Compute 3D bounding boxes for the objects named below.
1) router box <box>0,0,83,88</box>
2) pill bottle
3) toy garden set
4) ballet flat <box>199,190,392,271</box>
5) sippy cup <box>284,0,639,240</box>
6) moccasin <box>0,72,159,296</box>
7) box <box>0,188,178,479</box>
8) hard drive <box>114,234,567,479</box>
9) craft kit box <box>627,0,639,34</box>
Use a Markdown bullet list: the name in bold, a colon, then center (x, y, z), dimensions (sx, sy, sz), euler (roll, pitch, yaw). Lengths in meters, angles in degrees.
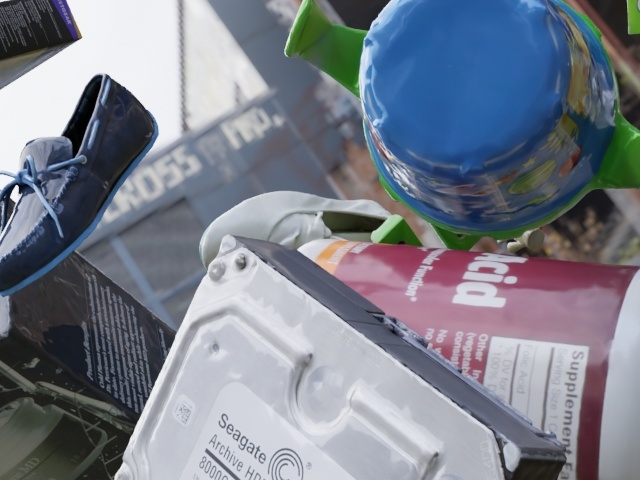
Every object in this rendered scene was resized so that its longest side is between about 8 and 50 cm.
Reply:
- **router box**: center (-0.513, -0.234, 2.093), dimensions (0.309, 0.081, 0.243), euler (-22, 3, 43)
- **pill bottle**: center (0.162, 0.123, 1.180), dimensions (0.392, 0.224, 0.224), euler (5, -5, 22)
- **toy garden set**: center (0.185, -0.027, 1.796), dimensions (0.244, 0.049, 0.204), euler (-45, -52, -9)
- **ballet flat**: center (0.000, 0.000, 2.267), dimensions (0.400, 0.139, 0.139), euler (-5, -35, -49)
- **sippy cup**: center (0.132, -0.125, 1.286), dimensions (0.305, 0.240, 0.224), euler (-14, -7, 11)
- **moccasin**: center (-0.317, -0.072, 1.801), dimensions (0.137, 0.117, 0.342), euler (-20, 28, 32)
- **box**: center (-0.454, 0.261, 2.102), dimensions (0.480, 0.297, 0.472), euler (-34, -50, 15)
- **hard drive**: center (-0.033, 0.197, 0.813), dimensions (0.064, 0.237, 0.339), euler (12, -72, -48)
- **craft kit box**: center (0.319, -0.318, 1.399), dimensions (0.061, 0.247, 0.250), euler (-4, 8, 21)
